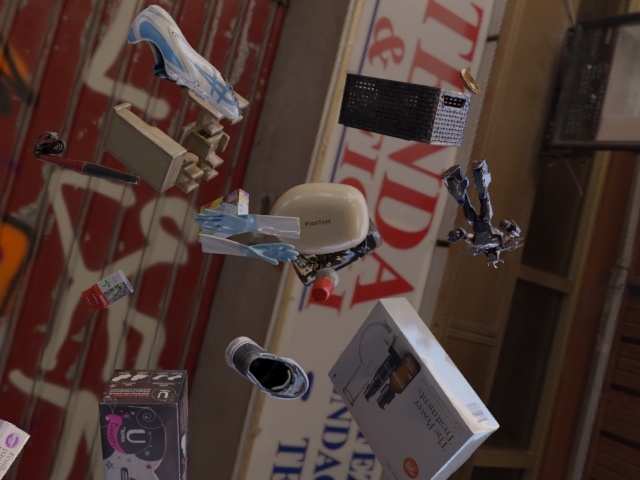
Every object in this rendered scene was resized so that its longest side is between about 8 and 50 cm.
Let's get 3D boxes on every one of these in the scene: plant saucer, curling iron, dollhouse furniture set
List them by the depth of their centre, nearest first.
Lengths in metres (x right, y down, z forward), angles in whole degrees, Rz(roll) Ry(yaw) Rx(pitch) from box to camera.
[{"bbox_3d":[-0.309,-0.226,1.388,0.161,0.242,0.212,37,-53,8],"label":"dollhouse furniture set"},{"bbox_3d":[-0.507,-0.170,1.405,0.274,0.035,0.068,22,-82,17],"label":"curling iron"},{"bbox_3d":[0.388,-0.413,1.710,0.015,0.083,0.083,-35,-130,33],"label":"plant saucer"}]

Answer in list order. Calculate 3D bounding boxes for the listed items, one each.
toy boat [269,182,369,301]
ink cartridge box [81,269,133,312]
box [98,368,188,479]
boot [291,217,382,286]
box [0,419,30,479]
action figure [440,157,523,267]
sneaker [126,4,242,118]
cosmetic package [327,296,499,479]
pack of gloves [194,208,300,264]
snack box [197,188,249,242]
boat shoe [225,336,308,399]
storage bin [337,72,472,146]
[{"bbox_3d":[0.000,0.000,1.730,0.148,0.267,0.318,-57,145,-69],"label":"toy boat"},{"bbox_3d":[-0.526,0.127,1.603,0.115,0.063,0.029,-29,-175,0],"label":"ink cartridge box"},{"bbox_3d":[-0.367,0.413,1.373,0.142,0.163,0.247,-103,-165,-73],"label":"box"},{"bbox_3d":[0.045,0.029,2.169,0.138,0.284,0.377,61,-7,9],"label":"boot"},{"bbox_3d":[-0.646,0.472,1.151,0.067,0.063,0.324,0,-129,41],"label":"box"},{"bbox_3d":[0.395,-0.055,1.632,0.185,0.099,0.285,-14,-71,27],"label":"action figure"},{"bbox_3d":[-0.226,-0.285,1.104,0.086,0.237,0.085,-47,-144,-2],"label":"sneaker"},{"bbox_3d":[0.195,0.365,1.515,0.377,0.097,0.284,55,-49,35],"label":"cosmetic package"},{"bbox_3d":[-0.162,0.005,1.447,0.195,0.232,0.046,92,5,-61],"label":"pack of gloves"},{"bbox_3d":[-0.238,-0.056,1.601,0.141,0.037,0.100,-22,-123,34],"label":"snack box"},{"bbox_3d":[-0.107,0.330,1.596,0.102,0.301,0.108,27,-104,43],"label":"boat shoe"},{"bbox_3d":[0.130,-0.206,1.032,0.180,0.122,0.084,20,-73,40],"label":"storage bin"}]
